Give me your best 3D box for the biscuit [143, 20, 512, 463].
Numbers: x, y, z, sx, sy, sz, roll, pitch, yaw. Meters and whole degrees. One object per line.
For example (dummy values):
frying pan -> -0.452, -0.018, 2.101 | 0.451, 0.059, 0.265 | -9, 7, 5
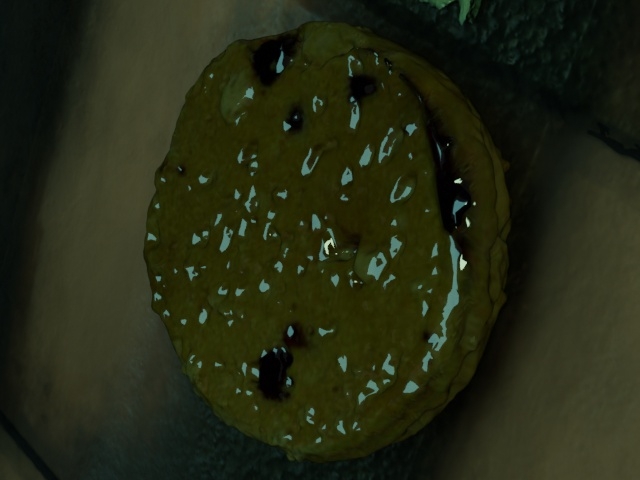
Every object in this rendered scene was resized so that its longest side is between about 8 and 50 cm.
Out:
biscuit -> 0.002, 0.000, 0.921 | 0.296, 0.075, 0.295 | -5, 83, 44

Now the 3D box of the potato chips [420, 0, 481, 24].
potato chips -> 0.055, -0.228, 0.896 | 0.142, 0.026, 0.209 | -50, 56, 39
